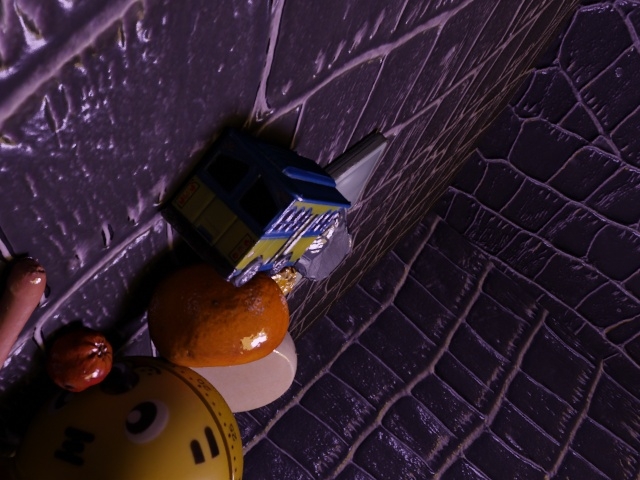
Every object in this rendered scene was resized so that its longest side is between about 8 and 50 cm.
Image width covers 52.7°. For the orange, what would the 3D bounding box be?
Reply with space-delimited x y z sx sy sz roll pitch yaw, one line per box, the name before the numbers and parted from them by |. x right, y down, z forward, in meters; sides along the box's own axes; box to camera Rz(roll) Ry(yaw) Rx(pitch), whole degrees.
orange | -0.160 0.113 1.023 0.224 0.170 0.224 -5 177 0

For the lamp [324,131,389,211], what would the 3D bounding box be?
lamp | 0.026 -0.095 1.427 0.269 0.047 0.266 -40 168 -34

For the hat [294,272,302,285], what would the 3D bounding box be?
hat | -0.093 0.069 1.545 0.166 0.081 0.122 -32 -151 -1

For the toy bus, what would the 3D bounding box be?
toy bus | -0.079 -0.047 0.938 0.175 0.138 0.288 -49 169 12

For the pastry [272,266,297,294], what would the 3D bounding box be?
pastry | -0.119 0.076 1.321 0.154 0.102 0.250 -41 171 1

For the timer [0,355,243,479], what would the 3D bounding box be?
timer | -0.303 0.347 0.963 0.376 0.376 0.387 -50 164 14

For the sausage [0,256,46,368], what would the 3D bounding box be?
sausage | -0.338 0.092 0.686 0.186 0.043 0.043 -52 169 23

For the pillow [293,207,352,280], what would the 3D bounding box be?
pillow | 0.000 0.000 1.328 0.161 0.093 0.335 -52 165 -6

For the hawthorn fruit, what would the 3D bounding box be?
hawthorn fruit | -0.334 0.164 0.886 0.093 0.093 0.093 -45 169 -11

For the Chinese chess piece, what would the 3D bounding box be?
Chinese chess piece | -0.184 0.266 1.403 0.274 0.102 0.273 -7 134 -7
